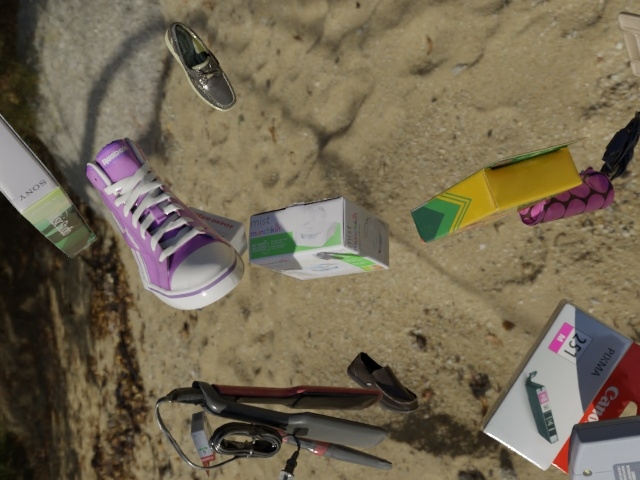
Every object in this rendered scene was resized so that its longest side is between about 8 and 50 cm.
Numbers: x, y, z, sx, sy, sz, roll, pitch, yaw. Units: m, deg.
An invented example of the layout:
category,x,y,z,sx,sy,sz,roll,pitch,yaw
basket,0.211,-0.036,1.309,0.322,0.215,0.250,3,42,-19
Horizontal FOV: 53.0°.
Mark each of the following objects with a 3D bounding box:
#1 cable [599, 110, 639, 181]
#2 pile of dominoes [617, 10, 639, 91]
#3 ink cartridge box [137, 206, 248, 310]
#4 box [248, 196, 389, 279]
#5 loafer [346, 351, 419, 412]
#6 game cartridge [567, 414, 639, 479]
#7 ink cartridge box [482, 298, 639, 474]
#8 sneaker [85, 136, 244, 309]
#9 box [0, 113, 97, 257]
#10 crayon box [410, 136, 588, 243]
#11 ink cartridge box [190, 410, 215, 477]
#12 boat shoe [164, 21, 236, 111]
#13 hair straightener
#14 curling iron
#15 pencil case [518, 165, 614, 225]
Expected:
category,x,y,z,sx,sy,sz,roll,pitch,yaw
cable,0.692,-0.211,1.447,0.047,0.150,0.184,31,84,32
pile of dominoes,0.558,-0.238,0.926,0.196,0.040,0.251,53,177,-37
ink cartridge box,-0.273,0.034,1.398,0.086,0.148,0.203,87,-153,-47
box,0.000,0.000,1.539,0.262,0.231,0.127,-9,72,30
loafer,0.160,0.361,1.644,0.220,0.080,0.078,29,119,31
game cartridge,0.467,0.364,0.925,0.062,0.198,0.297,-69,-38,-54
ink cartridge box,0.455,0.279,1.115,0.275,0.239,0.060,-60,-9,8
sneaker,-0.200,-0.031,0.747,0.282,0.102,0.161,30,152,48
box,-0.402,-0.102,0.833,0.232,0.058,0.322,49,166,-1
crayon box,0.333,-0.087,1.206,0.081,0.202,0.318,71,158,7
ink cartridge box,-0.226,0.402,1.271,0.063,0.029,0.115,-111,5,-67
boat shoe,-0.268,-0.388,1.440,0.223,0.080,0.073,54,172,-13
hair straightener,-0.037,0.170,0.577,0.047,0.230,0.089,-48,39,40
curling iron,0.004,0.379,1.198,0.068,0.274,0.035,-99,25,-87
pencil case,0.522,-0.096,1.383,0.095,0.209,0.098,-23,81,67
